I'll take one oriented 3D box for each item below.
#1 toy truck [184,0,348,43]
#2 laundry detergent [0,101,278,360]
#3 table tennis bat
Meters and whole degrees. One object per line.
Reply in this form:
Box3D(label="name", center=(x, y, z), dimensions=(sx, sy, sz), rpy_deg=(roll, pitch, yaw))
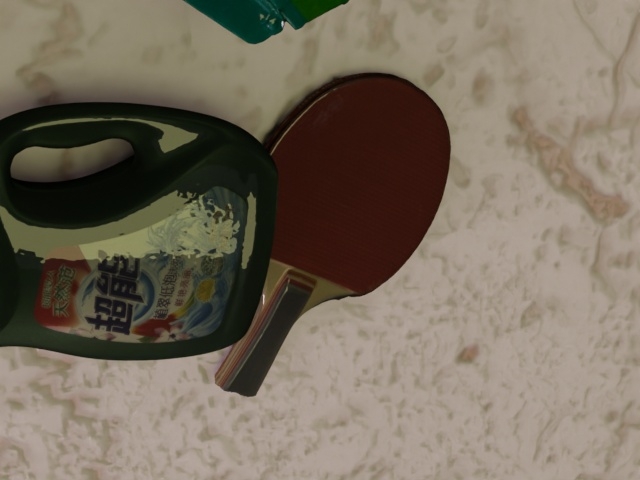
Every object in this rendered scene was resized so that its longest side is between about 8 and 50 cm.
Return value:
Box3D(label="toy truck", center=(0.018, -0.198, 0.577), dimensions=(0.253, 0.114, 0.124), rpy_deg=(-28, 138, -10))
Box3D(label="laundry detergent", center=(-0.138, -0.005, 0.624), dimensions=(0.222, 0.078, 0.144), rpy_deg=(4, 112, -25))
Box3D(label="table tennis bat", center=(0.000, 0.000, 0.727), dimensions=(0.130, 0.019, 0.220), rpy_deg=(23, 103, -34))
